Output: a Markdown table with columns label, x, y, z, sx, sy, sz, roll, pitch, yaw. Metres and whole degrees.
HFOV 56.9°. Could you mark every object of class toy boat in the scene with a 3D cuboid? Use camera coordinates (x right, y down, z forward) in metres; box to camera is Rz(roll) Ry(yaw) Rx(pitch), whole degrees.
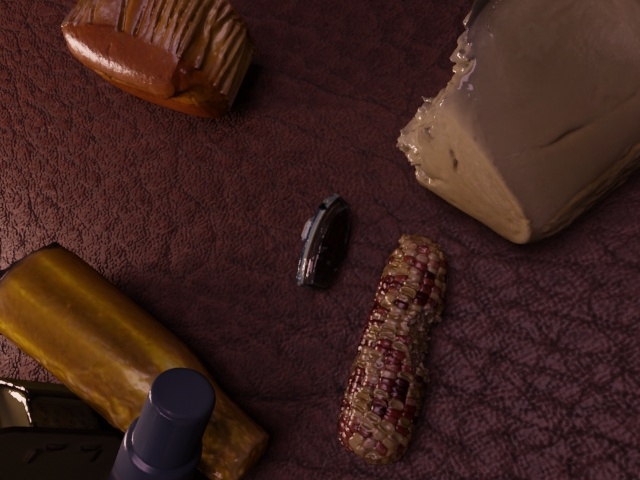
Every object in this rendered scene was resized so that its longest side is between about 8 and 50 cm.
| label | x | y | z | sx | sy | sz | roll | pitch | yaw |
| --- | --- | --- | --- | --- | --- | --- | --- | --- | --- |
| toy boat | 0.000 | 0.000 | 0.819 | 0.066 | 0.059 | 0.140 | 11 | 80 | 49 |

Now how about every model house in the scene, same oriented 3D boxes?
| label | x | y | z | sx | sy | sz | roll | pitch | yaw |
| --- | --- | --- | --- | --- | --- | --- | --- | --- | --- |
| model house | -0.446 | 0.259 | 0.855 | 0.205 | 0.218 | 0.278 | -53 | 48 | 8 |

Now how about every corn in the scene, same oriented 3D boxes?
| label | x | y | z | sx | sy | sz | roll | pitch | yaw |
| --- | --- | --- | --- | --- | --- | --- | --- | --- | --- |
| corn | 0.097 | 0.127 | 0.727 | 0.098 | 0.098 | 0.290 | 14 | 78 | 23 |

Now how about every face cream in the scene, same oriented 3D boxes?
| label | x | y | z | sx | sy | sz | roll | pitch | yaw |
| --- | --- | --- | --- | --- | --- | --- | --- | --- | --- |
| face cream | -0.207 | 0.296 | 0.707 | 0.135 | 0.086 | 0.385 | 38 | 126 | 16 |

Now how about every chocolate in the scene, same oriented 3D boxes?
| label | x | y | z | sx | sy | sz | roll | pitch | yaw |
| --- | --- | --- | --- | --- | --- | --- | --- | --- | --- |
| chocolate | -0.267 | 0.178 | 0.809 | 0.445 | 0.162 | 0.162 | 32 | 88 | 22 |

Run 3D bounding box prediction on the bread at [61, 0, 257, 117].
| label | x | y | z | sx | sy | sz | roll | pitch | yaw |
| --- | --- | --- | --- | --- | --- | --- | --- | --- | --- |
| bread | -0.249 | -0.292 | 0.905 | 0.288 | 0.204 | 0.156 | 22 | 79 | 19 |

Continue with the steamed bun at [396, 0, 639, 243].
| label | x | y | z | sx | sy | sz | roll | pitch | yaw |
| --- | --- | --- | --- | --- | --- | --- | --- | --- | --- |
| steamed bun | 0.235 | -0.160 | 0.661 | 0.273 | 0.272 | 0.290 | 43 | 96 | 24 |
